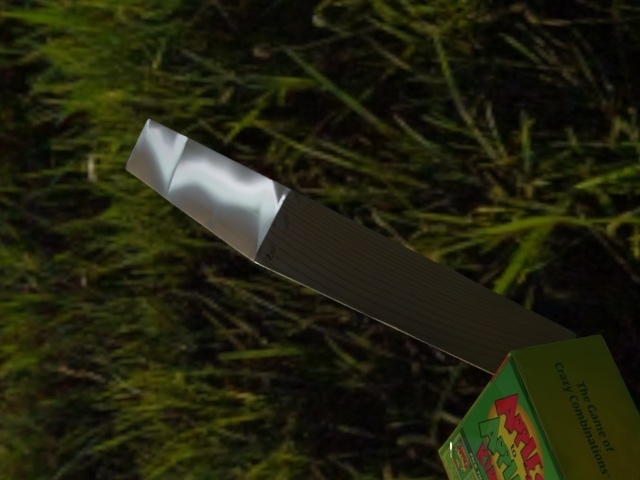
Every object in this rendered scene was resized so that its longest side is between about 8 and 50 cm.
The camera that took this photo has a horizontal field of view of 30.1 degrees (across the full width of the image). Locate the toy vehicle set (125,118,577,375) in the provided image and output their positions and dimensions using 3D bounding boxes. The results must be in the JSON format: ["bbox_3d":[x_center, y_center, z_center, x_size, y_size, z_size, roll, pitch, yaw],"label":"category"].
[{"bbox_3d":[0.000,0.000,0.650,0.035,0.166,0.267,-63,25,1],"label":"toy vehicle set"}]

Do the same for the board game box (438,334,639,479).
[{"bbox_3d":[0.107,0.138,0.447,0.092,0.043,0.181,112,144,-52],"label":"board game box"}]
